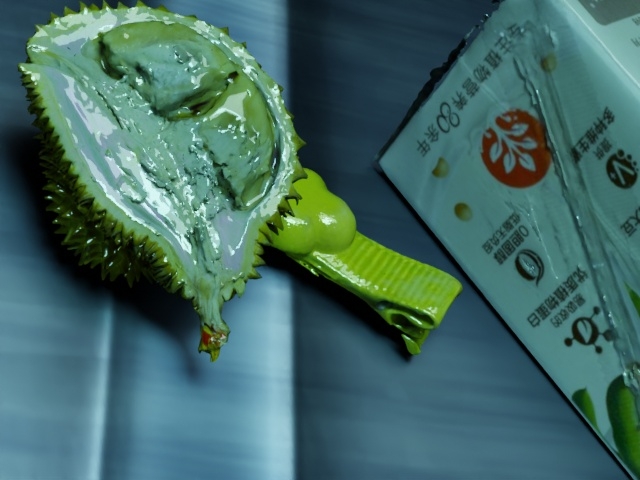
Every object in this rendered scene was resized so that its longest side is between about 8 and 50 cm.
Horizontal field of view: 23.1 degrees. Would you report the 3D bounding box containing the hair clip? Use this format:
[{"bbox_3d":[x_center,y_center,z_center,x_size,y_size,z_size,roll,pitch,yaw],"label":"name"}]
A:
[{"bbox_3d":[0.000,0.000,0.922,0.173,0.046,0.072,37,37,2],"label":"hair clip"}]

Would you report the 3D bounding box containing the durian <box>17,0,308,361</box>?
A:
[{"bbox_3d":[-0.079,-0.031,0.854,0.146,0.102,0.208,-13,72,-20],"label":"durian"}]

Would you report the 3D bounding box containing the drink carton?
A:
[{"bbox_3d":[0.210,-0.003,0.959,0.132,0.194,0.324,-23,69,-43],"label":"drink carton"}]
